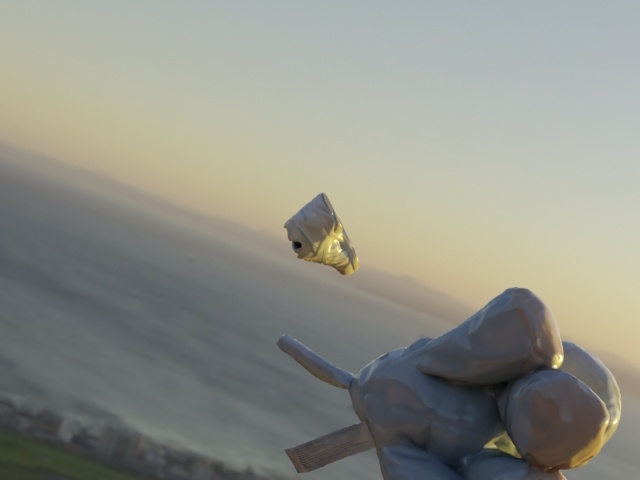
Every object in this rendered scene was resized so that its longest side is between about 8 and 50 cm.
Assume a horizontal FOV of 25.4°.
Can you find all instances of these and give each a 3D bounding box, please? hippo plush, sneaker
[{"bbox_3d":[0.153,0.186,1.301,0.294,0.234,0.236,-15,-19,29],"label":"hippo plush"},{"bbox_3d":[0.000,0.000,1.557,0.053,0.061,0.152,63,2,31],"label":"sneaker"}]
